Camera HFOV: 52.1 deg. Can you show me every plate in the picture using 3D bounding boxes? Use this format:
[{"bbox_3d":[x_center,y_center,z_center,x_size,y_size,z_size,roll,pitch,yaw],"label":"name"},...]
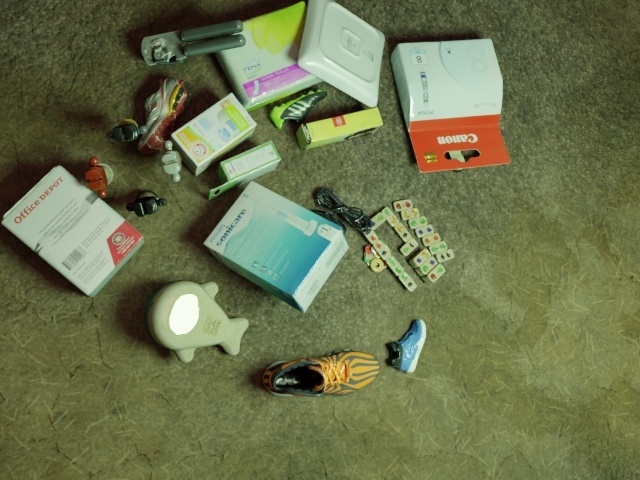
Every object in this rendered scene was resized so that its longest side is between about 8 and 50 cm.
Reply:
[{"bbox_3d":[0.075,-0.548,1.848,0.278,0.045,0.277,24,61,-29],"label":"plate"}]

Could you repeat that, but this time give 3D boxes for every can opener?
[{"bbox_3d":[-0.337,-0.524,1.747,0.284,0.095,0.075,-9,94,4],"label":"can opener"}]

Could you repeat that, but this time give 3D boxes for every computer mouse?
[{"bbox_3d":[0.000,0.000,1.798,0.188,0.072,0.272,37,67,11],"label":"computer mouse"}]

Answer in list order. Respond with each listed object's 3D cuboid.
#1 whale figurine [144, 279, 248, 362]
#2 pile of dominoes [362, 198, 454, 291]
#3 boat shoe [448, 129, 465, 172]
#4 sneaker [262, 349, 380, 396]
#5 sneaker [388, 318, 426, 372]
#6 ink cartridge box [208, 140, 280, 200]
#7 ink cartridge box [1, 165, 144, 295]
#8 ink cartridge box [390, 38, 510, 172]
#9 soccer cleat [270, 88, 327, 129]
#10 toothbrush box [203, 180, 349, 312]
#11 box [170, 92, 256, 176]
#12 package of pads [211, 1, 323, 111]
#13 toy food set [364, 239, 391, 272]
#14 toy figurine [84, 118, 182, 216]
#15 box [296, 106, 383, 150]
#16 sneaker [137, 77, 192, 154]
[{"bbox_3d":[-0.320,0.206,1.673,0.272,0.141,0.216,26,75,-34],"label":"whale figurine"},{"bbox_3d":[0.260,0.004,1.869,0.196,0.040,0.251,-40,93,-24],"label":"pile of dominoes"},{"bbox_3d":[0.402,-0.267,1.962,0.049,0.042,0.132,-8,75,-2],"label":"boat shoe"},{"bbox_3d":[0.020,0.355,1.692,0.321,0.180,0.124,-7,83,-15],"label":"sneaker"},{"bbox_3d":[0.235,0.285,1.821,0.085,0.058,0.152,20,83,-19],"label":"sneaker"},{"bbox_3d":[-0.218,-0.188,1.755,0.209,0.109,0.062,-27,88,-16],"label":"ink cartridge box"},{"bbox_3d":[-0.608,-0.021,1.626,0.273,0.114,0.197,42,75,-5],"label":"ink cartridge box"},{"bbox_3d":[0.398,-0.405,1.933,0.308,0.091,0.384,-7,74,-16],"label":"ink cartridge box"},{"bbox_3d":[-0.056,-0.372,1.857,0.179,0.060,0.072,-26,98,-10],"label":"soccer cleat"},{"bbox_3d":[-0.112,0.013,1.676,0.296,0.126,0.216,28,73,22],"label":"toothbrush box"},{"bbox_3d":[-0.288,-0.282,1.754,0.203,0.103,0.114,-39,92,-17],"label":"box"},{"bbox_3d":[-0.132,-0.520,1.833,0.297,0.101,0.229,-26,89,-17],"label":"package of pads"},{"bbox_3d":[0.163,0.043,1.861,0.083,0.020,0.082,-36,91,-16],"label":"toy food set"},{"bbox_3d":[-0.462,-0.180,1.642,0.213,0.148,0.209,30,95,-14],"label":"toy figurine"},{"bbox_3d":[0.053,-0.316,1.857,0.232,0.087,0.058,-15,85,-15],"label":"box"},{"bbox_3d":[-0.429,-0.332,1.749,0.093,0.088,0.225,22,80,17],"label":"sneaker"}]
